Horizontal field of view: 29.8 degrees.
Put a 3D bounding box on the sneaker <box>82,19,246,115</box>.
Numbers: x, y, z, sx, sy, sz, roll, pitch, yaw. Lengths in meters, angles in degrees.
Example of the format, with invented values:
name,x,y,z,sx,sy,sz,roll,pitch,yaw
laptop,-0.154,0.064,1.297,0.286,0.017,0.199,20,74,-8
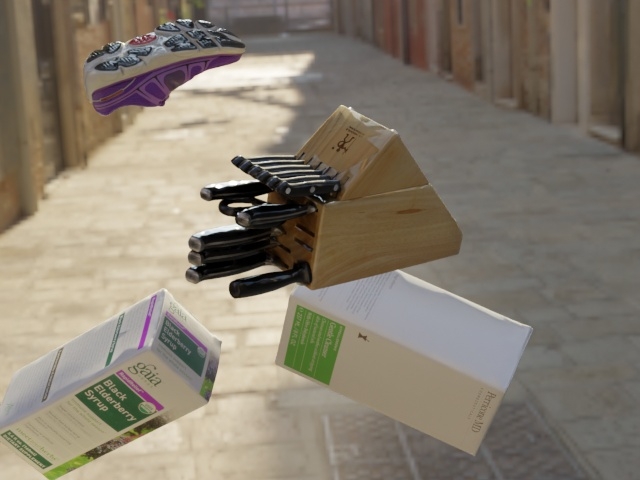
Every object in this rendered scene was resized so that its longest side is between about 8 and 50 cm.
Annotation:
name,x,y,z,sx,sy,sz,roll,pitch,yaw
sneaker,-0.155,-0.169,1.192,0.170,0.071,0.068,-20,44,-22

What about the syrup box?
name,x,y,z,sx,sy,sz,roll,pitch,yaw
syrup box,-0.226,0.155,1.271,0.237,0.093,0.096,-28,32,27

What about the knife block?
name,x,y,z,sx,sy,sz,roll,pitch,yaw
knife block,0.000,0.000,1.218,0.242,0.276,0.088,-49,48,-8

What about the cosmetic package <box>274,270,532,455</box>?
name,x,y,z,sx,sy,sz,roll,pitch,yaw
cosmetic package,0.131,0.171,1.945,0.365,0.197,0.155,24,48,11
